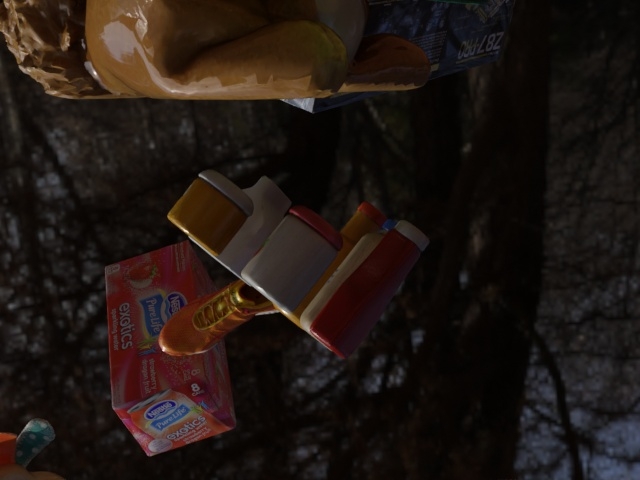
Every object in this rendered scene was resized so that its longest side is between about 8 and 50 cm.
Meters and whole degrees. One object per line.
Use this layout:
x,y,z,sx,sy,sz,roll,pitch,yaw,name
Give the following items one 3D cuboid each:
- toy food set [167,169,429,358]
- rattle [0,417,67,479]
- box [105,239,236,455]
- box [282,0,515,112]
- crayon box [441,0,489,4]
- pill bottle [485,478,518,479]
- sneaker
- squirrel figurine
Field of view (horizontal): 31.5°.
0.000,0.000,0.747,0.111,0.104,0.232,36,175,28,toy food set
-0.321,0.250,1.156,0.130,0.199,0.143,-22,-154,-17,rattle
-0.202,0.138,1.511,0.128,0.122,0.257,-18,-136,5,box
0.106,-0.328,1.227,0.097,0.318,0.395,26,-150,30,box
0.058,-0.297,0.656,0.081,0.278,0.165,-8,-148,-43,crayon box
0.154,0.338,1.293,0.221,0.124,0.124,6,-175,-39,pill bottle
-0.107,0.073,1.278,0.175,0.064,0.067,-29,160,-1,sneaker
-0.101,-0.301,0.904,0.397,0.370,0.281,3,-170,26,squirrel figurine
